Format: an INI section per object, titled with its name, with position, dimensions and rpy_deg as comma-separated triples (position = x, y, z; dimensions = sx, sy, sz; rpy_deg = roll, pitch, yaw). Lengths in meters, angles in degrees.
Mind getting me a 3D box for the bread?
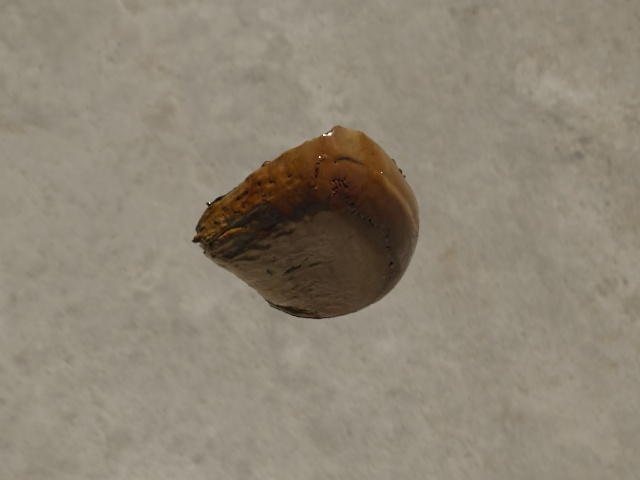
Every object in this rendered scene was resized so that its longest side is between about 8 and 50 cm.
[bread]
position = 0.000, 0.000, 0.816
dimensions = 0.126, 0.129, 0.044
rpy_deg = -31, 50, 14
